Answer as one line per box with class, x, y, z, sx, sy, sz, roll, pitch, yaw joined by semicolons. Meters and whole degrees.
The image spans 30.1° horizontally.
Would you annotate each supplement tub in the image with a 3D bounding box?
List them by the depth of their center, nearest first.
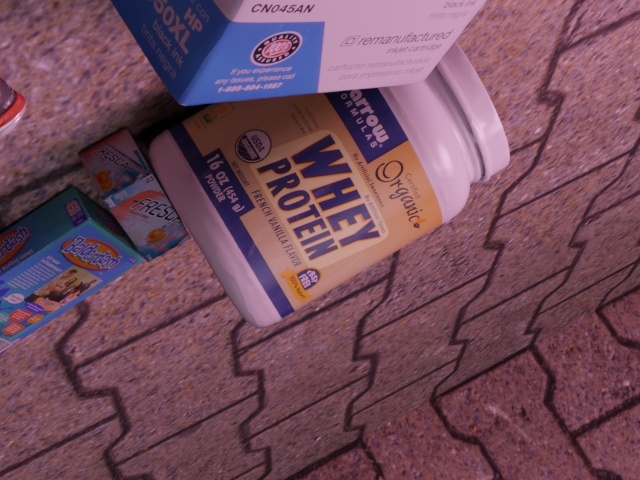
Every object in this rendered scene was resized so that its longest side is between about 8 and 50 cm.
supplement tub;0.010;-0.080;1.222;0.316;0.228;0.228;-31;159;-3

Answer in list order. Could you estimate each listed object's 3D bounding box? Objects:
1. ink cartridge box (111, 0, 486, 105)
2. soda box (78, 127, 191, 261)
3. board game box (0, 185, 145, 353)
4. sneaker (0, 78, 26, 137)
ink cartridge box;0.047;-0.296;0.880;0.286;0.166;0.395;-12;151;-42
soda box;-0.192;-0.044;1.253;0.058;0.063;0.183;-29;159;-4
board game box;-0.313;0.038;1.293;0.210;0.047;0.160;-32;158;2
sneaker;-0.328;-0.096;0.994;0.158;0.061;0.065;-33;132;0
